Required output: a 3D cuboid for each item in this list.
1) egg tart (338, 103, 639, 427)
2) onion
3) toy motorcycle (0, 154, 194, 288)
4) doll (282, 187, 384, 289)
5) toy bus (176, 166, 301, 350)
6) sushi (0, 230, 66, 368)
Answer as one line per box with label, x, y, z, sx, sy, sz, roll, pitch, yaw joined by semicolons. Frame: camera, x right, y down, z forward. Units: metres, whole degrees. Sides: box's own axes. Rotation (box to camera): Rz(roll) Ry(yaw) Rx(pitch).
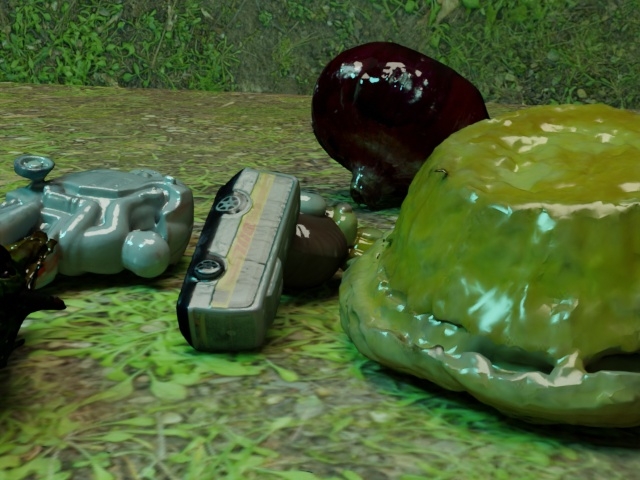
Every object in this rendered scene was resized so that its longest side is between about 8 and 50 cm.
egg tart;0.197;-0.001;0.736;0.388;0.169;0.388;-5;22;2
onion;0.100;-0.141;1.270;0.252;0.219;0.252;20;-23;9
toy motorcycle;-0.210;-0.012;0.922;0.171;0.110;0.260;24;29;30
doll;0.000;-0.003;0.919;0.188;0.096;0.145;5;18;-28
toy bus;-0.062;0.013;0.780;0.072;0.057;0.172;6;44;7
sushi;-0.251;0.041;0.627;0.140;0.149;0.287;-27;-13;7
